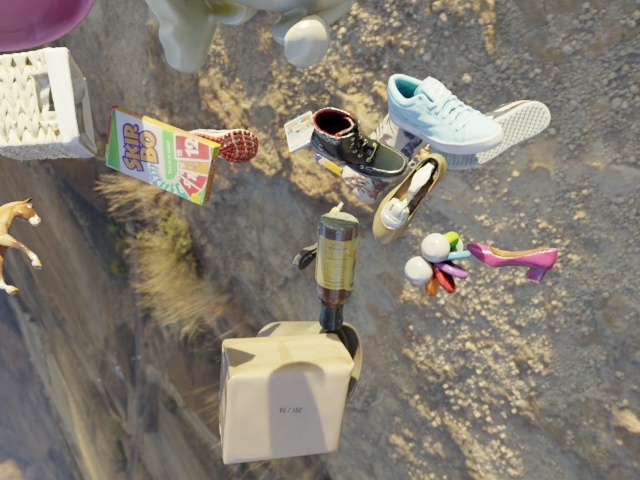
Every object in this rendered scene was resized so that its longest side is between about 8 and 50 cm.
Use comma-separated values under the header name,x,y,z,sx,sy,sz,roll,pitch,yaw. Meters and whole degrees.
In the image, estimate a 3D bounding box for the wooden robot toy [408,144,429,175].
name,x,y,z,sx,sy,sz,roll,pitch,yaw
wooden robot toy,0.357,-0.296,2.067,0.079,0.076,0.173,-124,49,-59

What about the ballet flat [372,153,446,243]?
name,x,y,z,sx,sy,sz,roll,pitch,yaw
ballet flat,0.183,-0.093,1.243,0.080,0.073,0.232,36,100,11

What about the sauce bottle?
name,x,y,z,sx,sy,sz,roll,pitch,yaw
sauce bottle,0.039,0.091,1.580,0.111,0.111,0.344,35,133,39

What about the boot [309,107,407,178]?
name,x,y,z,sx,sy,sz,roll,pitch,yaw
boot,0.085,-0.210,1.270,0.236,0.085,0.178,20,175,4

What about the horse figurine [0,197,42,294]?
name,x,y,z,sx,sy,sz,roll,pitch,yaw
horse figurine,-0.553,0.036,0.892,0.174,0.263,0.066,49,158,27

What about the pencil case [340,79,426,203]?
name,x,y,z,sx,sy,sz,roll,pitch,yaw
pencil case,0.228,-0.310,1.832,0.410,0.160,0.183,-51,30,39

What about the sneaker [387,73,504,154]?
name,x,y,z,sx,sy,sz,roll,pitch,yaw
sneaker,0.304,-0.339,1.498,0.366,0.135,0.150,29,156,38

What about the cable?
name,x,y,z,sx,sy,sz,roll,pitch,yaw
cable,0.000,0.000,2.004,0.072,0.287,0.139,35,158,25

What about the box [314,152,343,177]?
name,x,y,z,sx,sy,sz,roll,pitch,yaw
box,0.035,-0.267,2.057,0.028,0.136,0.081,-60,19,8

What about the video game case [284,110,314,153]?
name,x,y,z,sx,sy,sz,roll,pitch,yaw
video game case,-0.054,-0.303,1.613,0.011,0.087,0.122,49,-158,-47

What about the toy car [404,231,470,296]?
name,x,y,z,sx,sy,sz,roll,pitch,yaw
toy car,0.321,0.068,1.512,0.136,0.159,0.182,42,110,26

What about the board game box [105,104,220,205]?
name,x,y,z,sx,sy,sz,roll,pitch,yaw
board game box,-0.328,-0.174,1.152,0.259,0.039,0.124,23,114,16

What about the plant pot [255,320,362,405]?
name,x,y,z,sx,sy,sz,roll,pitch,yaw
plant pot,-0.067,0.389,1.872,0.280,0.323,0.323,13,121,38

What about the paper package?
name,x,y,z,sx,sy,sz,roll,pitch,yaw
paper package,-0.102,0.421,1.546,0.168,0.325,0.309,-120,33,-60

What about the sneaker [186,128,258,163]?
name,x,y,z,sx,sy,sz,roll,pitch,yaw
sneaker,-0.262,-0.250,1.460,0.093,0.225,0.088,37,122,52

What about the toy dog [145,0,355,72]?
name,x,y,z,sx,sy,sz,roll,pitch,yaw
toy dog,-0.017,-0.391,0.687,0.408,0.395,0.284,7,148,26

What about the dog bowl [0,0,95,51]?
name,x,y,z,sx,sy,sz,roll,pitch,yaw
dog bowl,-0.543,-0.468,0.920,0.408,0.408,0.150,-44,60,57

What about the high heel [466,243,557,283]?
name,x,y,z,sx,sy,sz,roll,pitch,yaw
high heel,0.557,0.032,1.679,0.244,0.082,0.117,25,118,14

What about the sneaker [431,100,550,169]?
name,x,y,z,sx,sy,sz,roll,pitch,yaw
sneaker,0.466,-0.292,1.606,0.127,0.321,0.126,-68,-43,-71

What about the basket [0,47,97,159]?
name,x,y,z,sx,sy,sz,roll,pitch,yaw
basket,-0.345,-0.160,0.709,0.167,0.103,0.113,-171,74,-74
